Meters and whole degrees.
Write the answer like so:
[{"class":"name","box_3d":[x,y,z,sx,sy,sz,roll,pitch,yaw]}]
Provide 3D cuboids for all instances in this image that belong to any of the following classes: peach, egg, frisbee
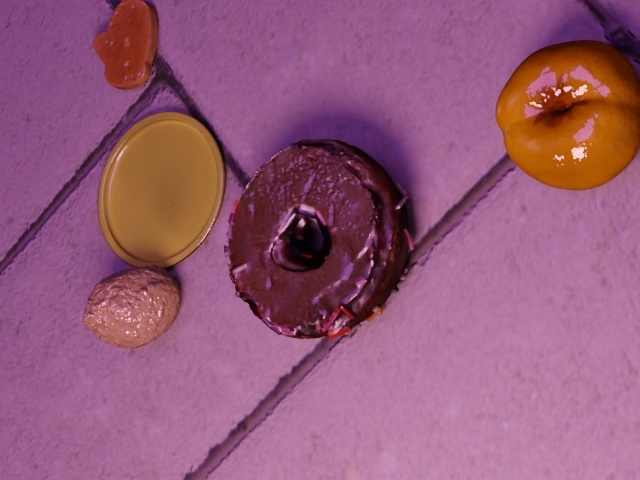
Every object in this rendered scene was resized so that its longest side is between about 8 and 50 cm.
[{"class":"peach","box_3d":[0.288,-0.144,1.429,0.179,0.103,0.179,-7,76,29]},{"class":"egg","box_3d":[-0.262,0.092,1.725,0.140,0.118,0.116,-32,62,-12]},{"class":"frisbee","box_3d":[-0.232,-0.072,1.796,0.236,0.017,0.236,-7,77,31]}]

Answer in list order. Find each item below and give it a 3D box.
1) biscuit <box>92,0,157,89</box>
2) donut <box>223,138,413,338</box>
[{"class":"biscuit","box_3d":[-0.295,-0.298,1.874,0.118,0.023,0.140,8,86,33]},{"class":"donut","box_3d":[0.000,0.000,1.587,0.269,0.103,0.270,-7,78,34]}]
